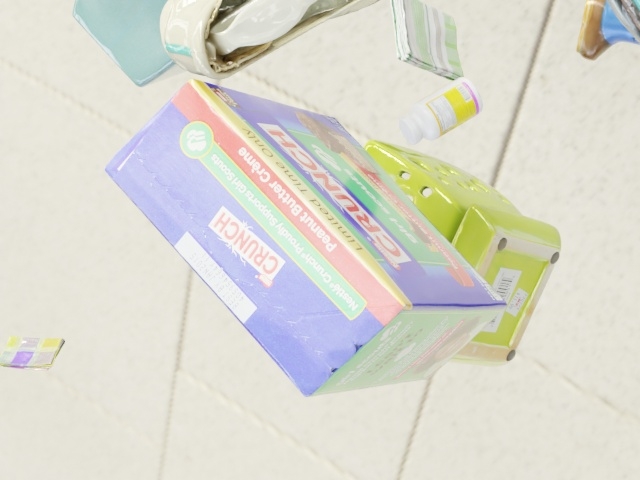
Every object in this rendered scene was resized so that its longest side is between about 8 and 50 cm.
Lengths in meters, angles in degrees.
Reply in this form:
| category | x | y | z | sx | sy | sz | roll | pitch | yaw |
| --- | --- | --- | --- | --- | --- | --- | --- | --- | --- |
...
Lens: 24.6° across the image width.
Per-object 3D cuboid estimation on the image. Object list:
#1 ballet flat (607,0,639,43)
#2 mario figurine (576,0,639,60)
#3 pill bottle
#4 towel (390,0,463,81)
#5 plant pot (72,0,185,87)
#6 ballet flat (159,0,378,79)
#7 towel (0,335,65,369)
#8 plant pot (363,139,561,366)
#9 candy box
| category | x | y | z | sx | sy | sz | roll | pitch | yaw |
| --- | --- | --- | --- | --- | --- | --- | --- | --- | --- |
| ballet flat | 0.154 | -0.077 | 0.493 | 0.213 | 0.068 | 0.072 | 28 | 106 | -28 |
| mario figurine | 0.458 | -0.216 | 1.675 | 0.320 | 0.170 | 0.198 | 17 | 95 | 14 |
| pill bottle | 0.122 | -0.131 | 1.509 | 0.043 | 0.083 | 0.043 | 54 | 165 | 21 |
| towel | 0.158 | -0.300 | 2.150 | 0.023 | 0.152 | 0.113 | -18 | 71 | 37 |
| plant pot | -0.121 | -0.271 | 1.443 | 0.166 | 0.165 | 0.234 | 47 | 117 | 4 |
| ballet flat | 0.004 | -0.189 | 1.036 | 0.086 | 0.248 | 0.086 | 56 | 172 | 12 |
| towel | -0.385 | 0.148 | 1.950 | 0.083 | 0.060 | 0.009 | 2 | 129 | 15 |
| plant pot | 0.148 | 0.031 | 1.798 | 0.207 | 0.227 | 0.228 | 30 | 101 | 38 |
| candy box | 0.000 | 0.000 | 1.300 | 0.122 | 0.317 | 0.268 | -47 | 73 | 15 |
